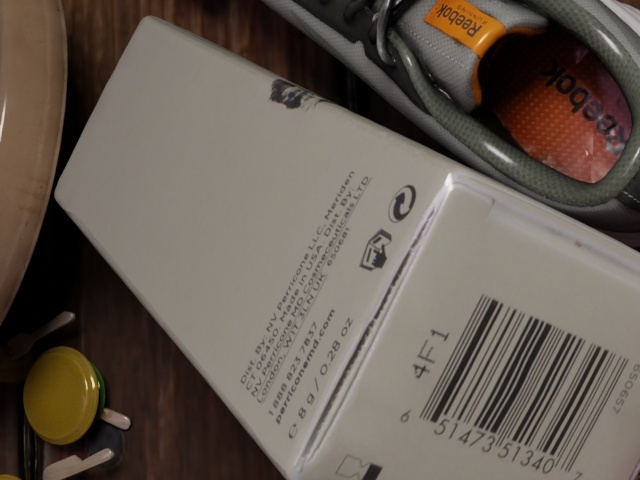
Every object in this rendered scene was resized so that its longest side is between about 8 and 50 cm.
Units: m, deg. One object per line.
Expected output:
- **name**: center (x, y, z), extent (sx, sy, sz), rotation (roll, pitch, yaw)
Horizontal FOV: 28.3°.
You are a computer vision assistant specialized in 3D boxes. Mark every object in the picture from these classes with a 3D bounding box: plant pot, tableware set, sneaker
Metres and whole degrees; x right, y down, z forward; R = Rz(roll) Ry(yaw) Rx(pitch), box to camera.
- **plant pot**: center (-0.224, -0.045, 0.603), extent (0.237, 0.110, 0.237), rotation (-20, 64, 48)
- **tableware set**: center (-0.134, 0.119, 0.628), extent (0.104, 0.024, 0.154), rotation (-26, 72, 26)
- **sneaker**: center (0.042, -0.100, 0.495), extent (0.271, 0.108, 0.100), rotation (39, 105, 18)

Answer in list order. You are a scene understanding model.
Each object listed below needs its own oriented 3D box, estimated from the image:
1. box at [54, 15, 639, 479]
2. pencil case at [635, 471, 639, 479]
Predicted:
- **box**: center (0.000, 0.000, 0.451), extent (0.094, 0.113, 0.275), rotation (-63, 31, 6)
- **pencil case**: center (0.017, 0.185, 0.458), extent (0.386, 0.167, 0.160), rotation (-21, 89, 25)
